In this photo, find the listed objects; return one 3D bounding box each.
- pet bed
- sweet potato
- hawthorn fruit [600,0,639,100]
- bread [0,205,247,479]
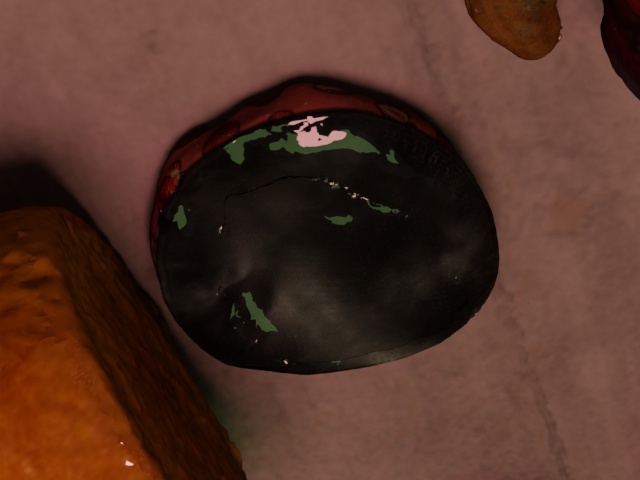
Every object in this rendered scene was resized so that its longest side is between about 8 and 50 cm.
[{"bbox_3d":[0.000,0.000,0.815,0.201,0.053,0.201,-4,129,-4],"label":"pet bed"},{"bbox_3d":[0.092,-0.165,0.695,0.054,0.053,0.182,22,131,27],"label":"sweet potato"},{"bbox_3d":[0.257,-0.127,0.631,0.266,0.230,0.210,-17,98,1],"label":"hawthorn fruit"},{"bbox_3d":[-0.140,0.121,0.755,0.172,0.312,0.312,-28,127,-2],"label":"bread"}]
